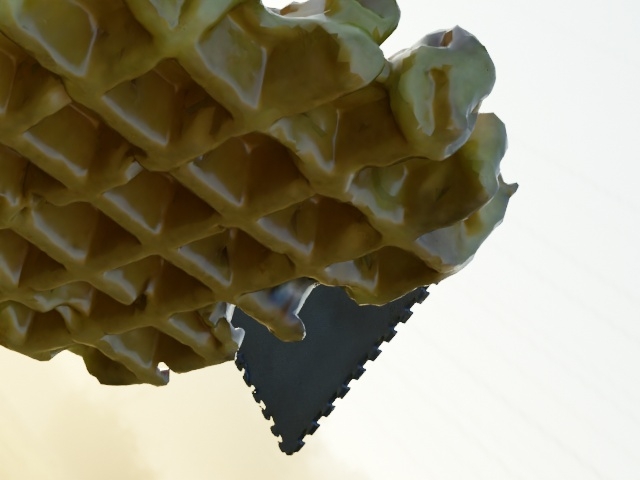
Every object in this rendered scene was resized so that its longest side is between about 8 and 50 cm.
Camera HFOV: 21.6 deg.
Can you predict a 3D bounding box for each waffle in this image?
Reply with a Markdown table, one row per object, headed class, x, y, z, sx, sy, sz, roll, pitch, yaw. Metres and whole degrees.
| class | x | y | z | sx | sy | sz | roll | pitch | yaw |
| --- | --- | --- | --- | --- | --- | --- | --- | --- | --- |
| waffle | -0.067 | -0.020 | 0.656 | 0.309 | 0.283 | 0.065 | 101 | -3 | -61 |

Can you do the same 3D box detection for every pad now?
| class | x | y | z | sx | sy | sz | roll | pitch | yaw |
| --- | --- | --- | --- | --- | --- | --- | --- | --- | --- |
| pad | 0.000 | 0.000 | 1.389 | 0.012 | 0.269 | 0.270 | 22 | 25 | -41 |
